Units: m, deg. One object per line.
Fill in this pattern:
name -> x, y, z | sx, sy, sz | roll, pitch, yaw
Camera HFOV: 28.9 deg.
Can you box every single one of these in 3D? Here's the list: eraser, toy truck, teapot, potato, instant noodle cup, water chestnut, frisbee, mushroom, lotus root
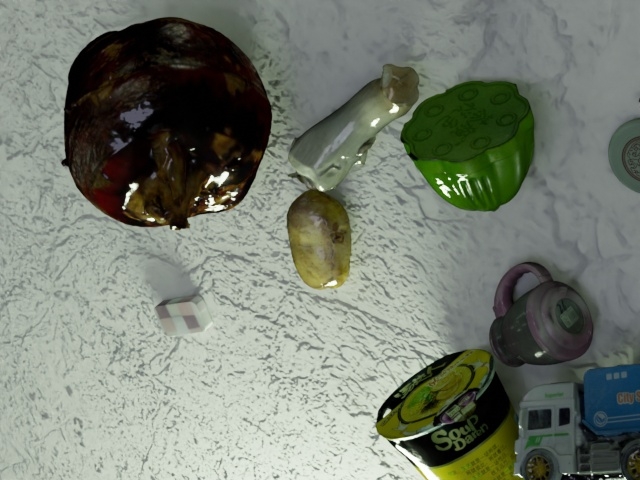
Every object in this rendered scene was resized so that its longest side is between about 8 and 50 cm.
eraser -> -0.246, 0.135, 2.223 | 0.105, 0.026, 0.065 | -9, 112, 37
toy truck -> 0.448, 0.264, 1.719 | 0.367, 0.146, 0.175 | -12, 69, 37
teapot -> 0.301, 0.118, 1.794 | 0.148, 0.116, 0.146 | 51, 141, -5
potato -> 0.000, 0.000, 1.950 | 0.107, 0.080, 0.170 | 8, 117, 39
instant noodle cup -> 0.232, 0.316, 1.901 | 0.215, 0.215, 0.236 | -23, 108, 40
water chestnut -> -0.224, -0.142, 1.867 | 0.335, 0.335, 0.347 | -58, 42, 39
frisbee -> 0.433, -0.110, 1.644 | 0.110, 0.014, 0.110 | 16, 123, 26
mushroom -> 0.047, -0.164, 1.823 | 0.099, 0.096, 0.278 | 50, 127, 1
lotus root -> 0.217, -0.103, 1.711 | 0.186, 0.186, 0.186 | 16, 122, 27

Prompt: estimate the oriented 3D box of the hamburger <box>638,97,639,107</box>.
hamburger -> 0.491, -0.138, 1.552 | 0.102, 0.087, 0.176 | -39, 79, 24
